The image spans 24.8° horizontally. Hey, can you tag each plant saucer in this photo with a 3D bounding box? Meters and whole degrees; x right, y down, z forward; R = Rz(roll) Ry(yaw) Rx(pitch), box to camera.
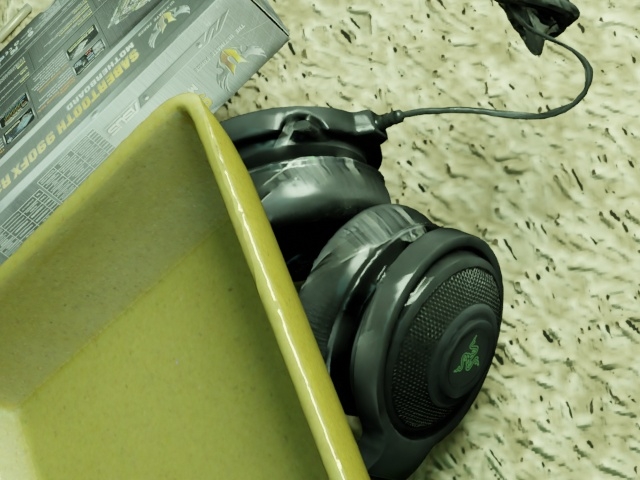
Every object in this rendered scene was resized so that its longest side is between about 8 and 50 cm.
[{"bbox_3d":[-0.091,0.143,0.805,0.332,0.081,0.333,-40,61,35],"label":"plant saucer"}]

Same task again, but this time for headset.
[{"bbox_3d":[0.000,0.000,0.850,0.394,0.185,0.243,-48,58,12],"label":"headset"}]

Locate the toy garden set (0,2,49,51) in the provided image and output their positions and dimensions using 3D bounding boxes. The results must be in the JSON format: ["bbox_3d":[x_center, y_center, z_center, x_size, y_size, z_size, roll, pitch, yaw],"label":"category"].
[{"bbox_3d":[-0.236,-0.200,1.050,0.244,0.049,0.204,-36,69,1],"label":"toy garden set"}]

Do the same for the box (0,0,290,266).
[{"bbox_3d":[-0.141,-0.102,0.932,0.231,0.056,0.183,-44,36,8],"label":"box"}]
